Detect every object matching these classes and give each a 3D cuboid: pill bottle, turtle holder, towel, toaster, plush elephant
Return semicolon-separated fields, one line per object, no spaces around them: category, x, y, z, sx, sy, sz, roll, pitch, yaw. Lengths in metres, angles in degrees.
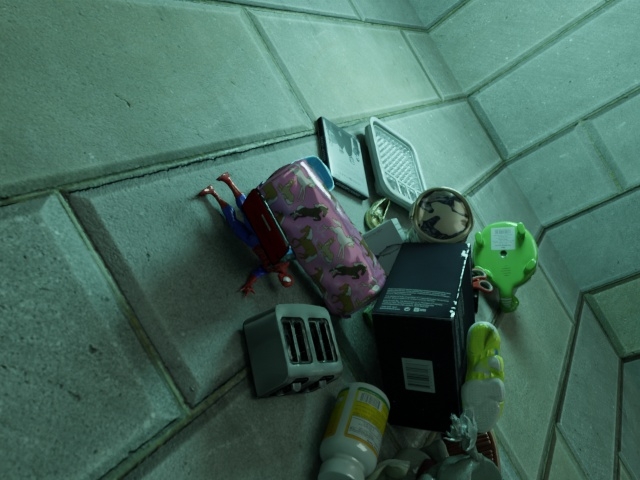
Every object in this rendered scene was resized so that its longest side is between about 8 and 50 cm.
pill bottle;0.066;0.402;1.081;0.117;0.118;0.208;48;35;-16
turtle holder;0.732;0.091;2.056;0.320;0.243;0.227;63;16;21
towel;0.179;0.204;1.456;0.113;0.023;0.152;56;34;-4
toaster;-0.057;0.215;1.073;0.168;0.110;0.185;13;55;-48
plush elephant;0.235;0.533;1.109;0.272;0.255;0.329;9;65;-38

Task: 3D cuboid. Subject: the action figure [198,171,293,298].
action figure;-0.158;0.003;1.123;0.280;0.091;0.139;52;28;-10

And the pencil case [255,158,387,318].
pencil case;0.000;0.000;1.258;0.386;0.167;0.160;53;27;-9

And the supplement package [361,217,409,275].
supplement package;0.207;0.039;1.522;0.179;0.105;0.105;61;16;3

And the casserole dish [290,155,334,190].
casserole dish;-0.032;-0.168;1.456;0.114;0.037;0.188;59;33;-1

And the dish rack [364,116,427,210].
dish rack;0.259;-0.246;1.853;0.286;0.072;0.332;22;49;-41

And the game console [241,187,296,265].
game console;-0.090;-0.031;1.083;0.085;0.124;0.144;-23;78;-33

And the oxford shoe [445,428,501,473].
oxford shoe;0.414;0.513;1.428;0.147;0.141;0.396;30;45;-46

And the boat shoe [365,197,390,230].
boat shoe;0.179;-0.085;1.650;0.056;0.048;0.153;51;35;-12

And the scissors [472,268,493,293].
scissors;0.497;0.151;1.873;0.297;0.021;0.109;-3;53;-35

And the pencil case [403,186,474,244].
pencil case;0.330;-0.027;1.539;0.410;0.184;0.159;58;33;-75

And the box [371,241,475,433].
box;0.267;0.226;1.297;0.312;0.179;0.343;-53;139;-53

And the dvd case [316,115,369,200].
dvd case;0.069;-0.255;1.656;0.179;0.030;0.238;24;48;-41

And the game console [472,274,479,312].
game console;0.540;0.184;1.940;0.107;0.071;0.122;24;39;1

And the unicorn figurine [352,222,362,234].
unicorn figurine;0.045;0.002;1.384;0.060;0.111;0.162;61;18;19

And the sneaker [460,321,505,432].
sneaker;0.369;0.309;1.196;0.126;0.091;0.240;52;46;-61
